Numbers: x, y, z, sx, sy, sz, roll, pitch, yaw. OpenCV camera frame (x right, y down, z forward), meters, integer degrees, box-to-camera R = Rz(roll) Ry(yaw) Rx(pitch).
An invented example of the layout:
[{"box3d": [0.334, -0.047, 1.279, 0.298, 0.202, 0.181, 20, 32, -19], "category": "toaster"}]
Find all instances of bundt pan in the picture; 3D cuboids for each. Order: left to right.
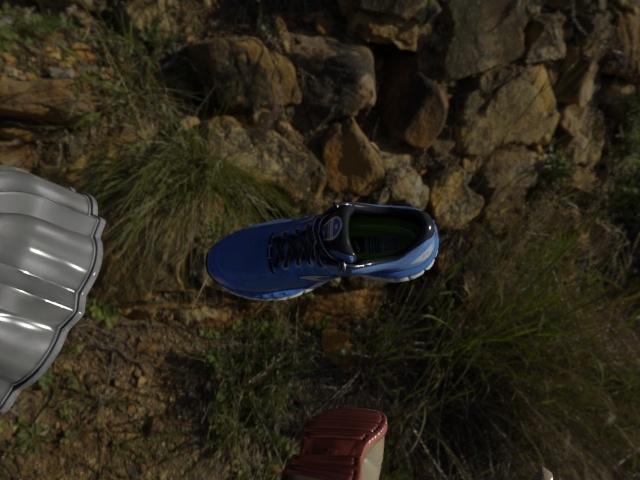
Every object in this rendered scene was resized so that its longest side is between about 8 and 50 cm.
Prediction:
[{"box3d": [-0.427, 0.047, 0.547, 0.331, 0.124, 0.330, -14, 57, 23], "category": "bundt pan"}]

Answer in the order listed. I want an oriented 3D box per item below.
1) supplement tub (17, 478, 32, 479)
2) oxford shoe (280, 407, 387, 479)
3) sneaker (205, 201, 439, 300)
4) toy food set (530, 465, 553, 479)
[{"box3d": [-0.762, 0.654, 1.062, 0.198, 0.106, 0.106, -32, 48, -3], "category": "supplement tub"}, {"box3d": [0.026, 0.338, 0.652, 0.123, 0.130, 0.348, -3, -1, 18], "category": "oxford shoe"}, {"box3d": [0.000, 0.000, 0.630, 0.331, 0.147, 0.129, -9, 70, 2], "category": "sneaker"}, {"box3d": [0.179, 0.199, 0.282, 0.078, 0.019, 0.122, -39, 40, -19], "category": "toy food set"}]
